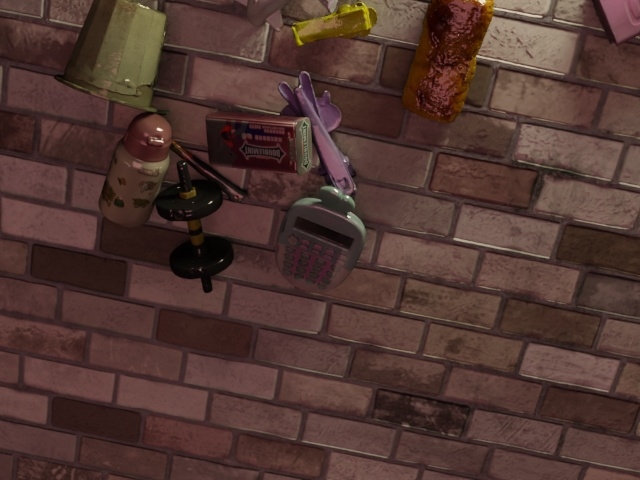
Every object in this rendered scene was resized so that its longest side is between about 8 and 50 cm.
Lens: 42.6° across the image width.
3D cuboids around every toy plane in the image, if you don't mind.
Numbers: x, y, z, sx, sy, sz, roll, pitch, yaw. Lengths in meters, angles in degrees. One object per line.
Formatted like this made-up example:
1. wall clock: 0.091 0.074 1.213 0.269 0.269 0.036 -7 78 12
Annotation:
1. toy plane: -0.068 -0.528 1.609 0.245 0.117 0.244 2 98 17

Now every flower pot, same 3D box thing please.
1. flower pot: -0.397 -0.381 1.650 0.212 0.212 0.202 22 98 -5

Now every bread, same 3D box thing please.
1. bread: 0.252 -0.378 1.661 0.139 0.077 0.271 17 113 0

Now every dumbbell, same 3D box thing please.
1. dumbbell: -0.270 -0.024 1.775 0.143 0.143 0.325 -4 121 5

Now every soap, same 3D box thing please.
1. soap: 0.644 -0.480 1.603 0.203 0.065 0.122 -26 107 13

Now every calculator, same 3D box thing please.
1. calculator: 0.000 0.000 1.795 0.186 0.041 0.299 21 129 1

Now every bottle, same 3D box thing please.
1. bottle: -0.383 -0.155 1.732 0.120 0.120 0.253 25 124 -6

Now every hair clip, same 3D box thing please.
1. hair clip: 0.031 -0.435 1.668 0.173 0.046 0.072 -14 119 10
2. hair clip: -0.008 -0.217 1.737 0.137 0.090 0.278 -25 103 8

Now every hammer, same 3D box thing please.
1. hammer: -0.284 -0.177 1.793 0.288 0.033 0.111 38 109 -11

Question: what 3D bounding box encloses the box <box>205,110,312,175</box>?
1. box: -0.131 -0.205 1.712 0.224 0.069 0.120 7 112 27
